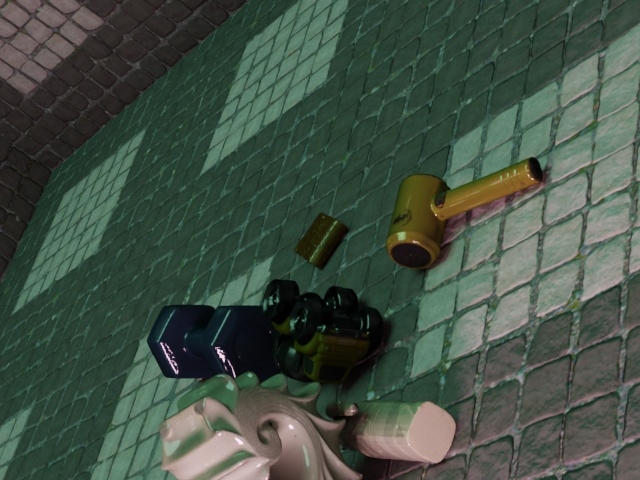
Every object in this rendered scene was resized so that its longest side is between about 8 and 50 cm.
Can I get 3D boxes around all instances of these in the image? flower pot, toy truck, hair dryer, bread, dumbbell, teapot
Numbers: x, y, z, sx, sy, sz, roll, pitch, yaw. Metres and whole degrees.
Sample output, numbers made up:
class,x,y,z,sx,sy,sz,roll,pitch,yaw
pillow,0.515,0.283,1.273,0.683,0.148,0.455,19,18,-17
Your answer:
class,x,y,z,sx,sy,sz,roll,pitch,yaw
flower pot,-0.059,0.357,1.683,0.164,0.254,0.367,-37,60,32
toy truck,-0.006,0.162,2.067,0.224,0.147,0.165,31,110,64
hair dryer,0.221,-0.056,1.985,0.279,0.090,0.135,-23,38,41
bread,0.000,0.000,2.372,0.094,0.035,0.090,-56,24,-3
dumbbell,-0.192,0.188,2.350,0.144,0.160,0.325,-33,13,-26
teapot,0.085,0.257,1.783,0.200,0.107,0.077,-12,50,58
